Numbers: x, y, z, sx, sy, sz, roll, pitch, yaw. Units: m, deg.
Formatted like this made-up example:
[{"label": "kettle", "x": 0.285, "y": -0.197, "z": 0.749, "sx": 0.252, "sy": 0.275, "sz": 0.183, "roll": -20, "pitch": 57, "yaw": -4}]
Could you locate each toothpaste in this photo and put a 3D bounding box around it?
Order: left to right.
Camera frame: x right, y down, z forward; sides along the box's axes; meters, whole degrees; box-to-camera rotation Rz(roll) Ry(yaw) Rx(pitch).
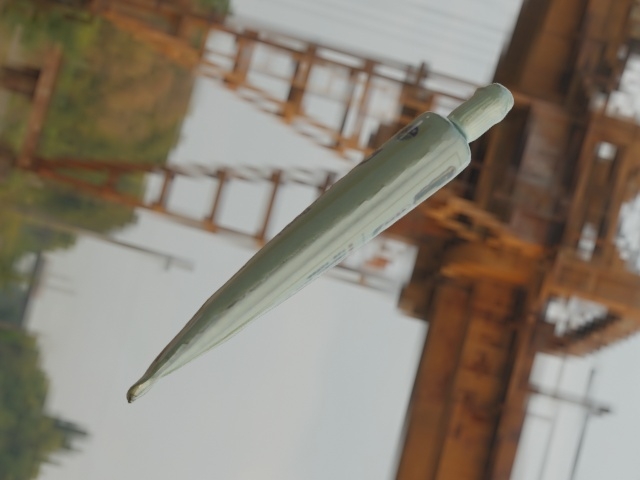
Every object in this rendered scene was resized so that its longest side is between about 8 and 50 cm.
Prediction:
[{"label": "toothpaste", "x": 0.000, "y": 0.000, "z": 0.997, "sx": 0.255, "sy": 0.037, "sz": 0.067, "roll": -39, "pitch": -178, "yaw": -12}]
